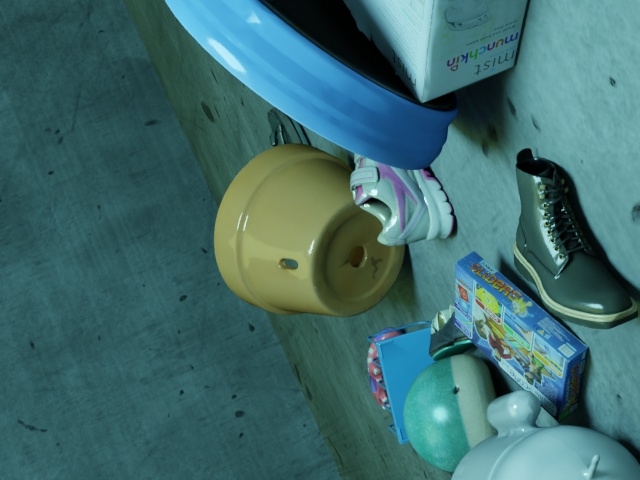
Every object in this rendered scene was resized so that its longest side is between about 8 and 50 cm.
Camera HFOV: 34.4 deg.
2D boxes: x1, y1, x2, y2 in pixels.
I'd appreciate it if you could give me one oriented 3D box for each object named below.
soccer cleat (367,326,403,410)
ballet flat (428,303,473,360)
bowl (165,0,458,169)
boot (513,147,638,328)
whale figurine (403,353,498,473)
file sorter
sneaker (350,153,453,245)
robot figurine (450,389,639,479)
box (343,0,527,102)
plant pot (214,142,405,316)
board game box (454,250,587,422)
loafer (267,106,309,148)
[{"bbox_3d":[0.121,0.230,1.966,0.248,0.083,0.095,80,166,-51],"label":"soccer cleat"},{"bbox_3d":[0.201,0.129,1.521,0.074,0.074,0.203,65,167,11],"label":"ballet flat"},{"bbox_3d":[-0.003,-0.236,1.202,0.077,0.391,0.391,-52,48,22],"label":"bowl"},{"bbox_3d":[0.257,-0.004,1.089,0.198,0.077,0.137,-137,33,-57],"label":"boot"},{"bbox_3d":[0.206,0.289,1.560,0.272,0.141,0.216,66,-167,-54],"label":"whale figurine"},{"bbox_3d":[0.154,0.228,1.705,0.104,0.118,0.170,-168,64,-78],"label":"file sorter"},{"bbox_3d":[0.090,-0.102,1.473,0.252,0.111,0.103,64,166,12],"label":"sneaker"},{"bbox_3d":[0.277,0.330,1.260,0.353,0.199,0.300,124,126,-74],"label":"robot figurine"},{"bbox_3d":[0.097,-0.319,1.069,0.262,0.126,0.231,59,165,31],"label":"box"},{"bbox_3d":[0.000,0.000,1.694,0.203,0.291,0.291,21,135,49],"label":"plant pot"},{"bbox_3d":[0.248,0.122,1.314,0.201,0.035,0.136,44,155,35],"label":"board game box"},{"bbox_3d":[-0.053,-0.141,2.010,0.267,0.084,0.096,64,166,14],"label":"loafer"}]
